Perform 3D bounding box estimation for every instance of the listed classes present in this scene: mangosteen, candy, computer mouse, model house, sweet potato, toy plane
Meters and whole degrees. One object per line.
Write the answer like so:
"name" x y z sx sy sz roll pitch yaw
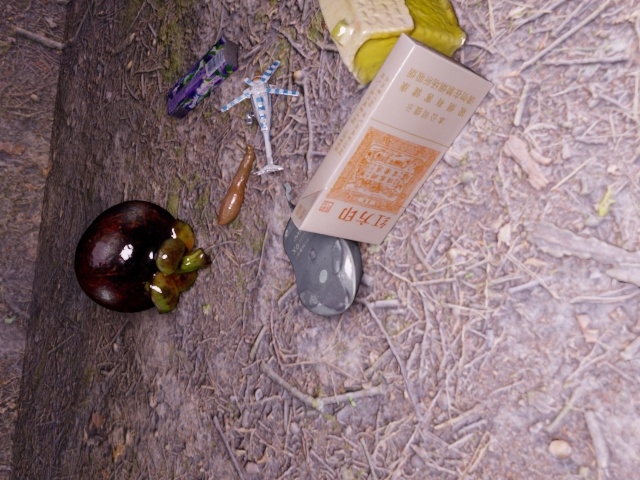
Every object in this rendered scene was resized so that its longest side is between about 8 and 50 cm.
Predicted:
"mangosteen" -0.485 0.051 1.722 0.330 0.330 0.330 -13 73 48
"candy" -0.334 -0.450 1.817 0.312 0.061 0.088 -26 62 43
"computer mouse" 0.000 0.000 1.321 0.167 0.090 0.379 -53 42 28
"model house" 0.109 -0.391 1.153 0.175 0.234 0.193 -40 56 38
"sweet potato" -0.205 -0.137 1.617 0.050 0.050 0.214 30 102 48
"toy plane" -0.124 -0.284 1.539 0.182 0.107 0.273 -27 77 -4

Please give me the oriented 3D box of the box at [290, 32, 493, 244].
"box" 0.118 -0.154 1.117 0.365 0.204 0.051 -56 45 25

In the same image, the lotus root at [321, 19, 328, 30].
"lotus root" 0.049 -0.518 1.381 0.150 0.062 0.073 -59 22 22
